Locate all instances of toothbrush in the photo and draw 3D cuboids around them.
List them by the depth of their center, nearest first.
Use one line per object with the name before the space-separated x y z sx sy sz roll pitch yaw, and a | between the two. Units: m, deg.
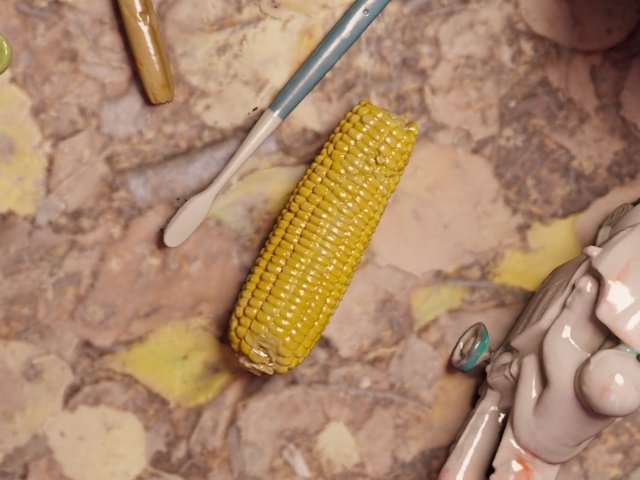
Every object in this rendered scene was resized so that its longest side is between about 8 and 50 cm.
toothbrush | -0.018 -0.103 0.984 0.019 0.025 0.275 41 90 -17

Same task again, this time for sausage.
sausage | -0.124 -0.155 0.959 0.024 0.024 0.132 -16 99 -5

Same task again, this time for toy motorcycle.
toy motorcycle | 0.173 0.082 0.960 0.110 0.171 0.260 33 91 -9

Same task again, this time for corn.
corn | 0.000 0.000 0.976 0.067 0.067 0.206 28 92 -10

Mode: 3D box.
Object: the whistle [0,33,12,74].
whistle | -0.266 -0.046 0.926 0.105 0.085 0.227 12 97 0
